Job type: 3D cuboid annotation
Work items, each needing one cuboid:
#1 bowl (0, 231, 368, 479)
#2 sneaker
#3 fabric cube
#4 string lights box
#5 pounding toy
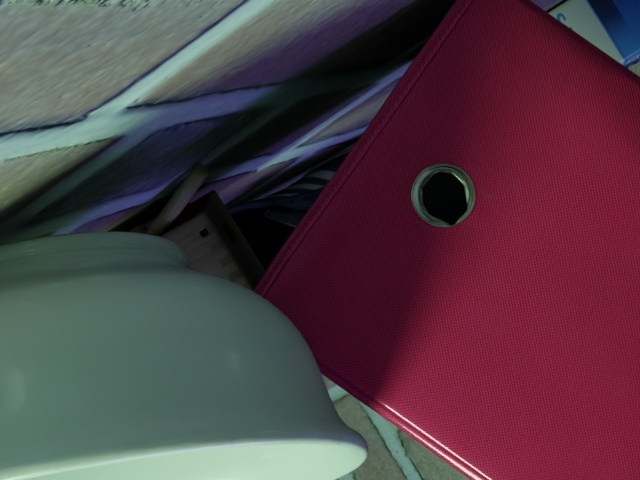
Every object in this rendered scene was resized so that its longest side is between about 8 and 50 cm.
[{"bbox_3d":[-0.130,0.079,0.807,0.297,0.134,0.298,-9,164,-3],"label":"bowl"},{"bbox_3d":[0.000,0.000,1.337,0.350,0.131,0.148,-30,-179,-26],"label":"sneaker"},{"bbox_3d":[0.128,0.020,0.978,0.254,0.258,0.259,-54,177,-1],"label":"fabric cube"},{"bbox_3d":[0.328,-0.233,1.366,0.259,0.077,0.133,-32,177,7],"label":"string lights box"},{"bbox_3d":[-0.104,0.014,1.037,0.130,0.100,0.141,-31,-172,5],"label":"pounding toy"}]
